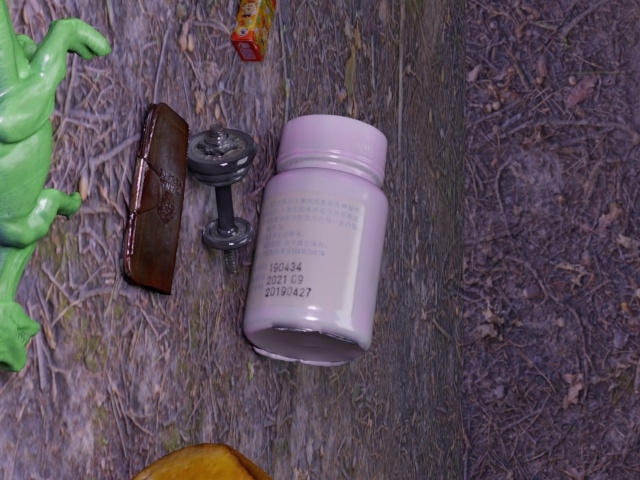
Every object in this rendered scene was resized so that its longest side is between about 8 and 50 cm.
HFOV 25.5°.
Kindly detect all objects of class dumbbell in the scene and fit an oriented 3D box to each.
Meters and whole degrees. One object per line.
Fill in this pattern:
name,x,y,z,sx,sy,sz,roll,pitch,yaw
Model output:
dumbbell,-0.143,-0.057,2.102,0.110,0.110,0.254,-62,154,-52

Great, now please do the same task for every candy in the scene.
candy,-0.106,-0.352,2.267,0.062,0.038,0.122,59,36,-57

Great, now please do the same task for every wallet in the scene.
wallet,-0.226,-0.058,1.953,0.137,0.031,0.255,35,58,-68

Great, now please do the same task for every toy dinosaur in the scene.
toy dinosaur,-0.382,-0.105,1.430,0.500,0.144,0.374,47,60,-59

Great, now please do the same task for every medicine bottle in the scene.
medicine bottle,0.000,0.000,2.331,0.213,0.214,0.378,50,46,-62

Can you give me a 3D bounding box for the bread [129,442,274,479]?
bread,-0.153,0.409,1.828,0.172,0.312,0.312,62,34,-38
